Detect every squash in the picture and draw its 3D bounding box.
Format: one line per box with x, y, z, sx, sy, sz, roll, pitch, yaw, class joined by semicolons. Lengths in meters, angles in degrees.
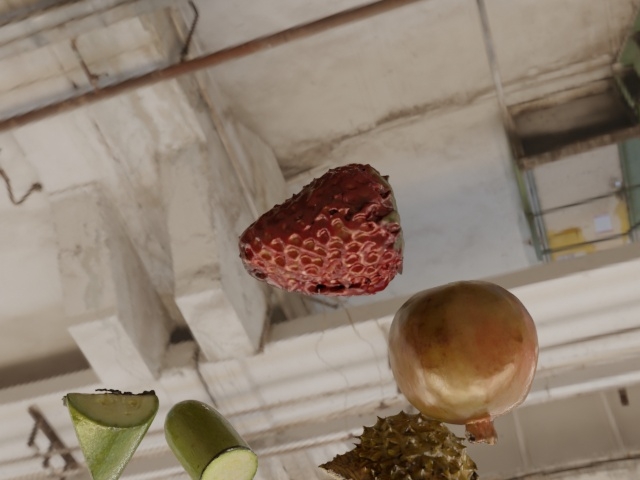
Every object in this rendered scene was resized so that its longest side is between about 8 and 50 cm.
-0.375;0.361;1.333;0.252;0.169;0.093;-57;-134;22;squash
-0.242;0.410;1.690;0.132;0.133;0.247;-34;-140;-18;squash

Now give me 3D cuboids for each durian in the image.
0.175;0.408;1.433;0.305;0.185;0.196;36;-107;8;durian

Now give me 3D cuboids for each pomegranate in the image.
0.238;0.200;1.341;0.228;0.271;0.252;-4;165;-25;pomegranate

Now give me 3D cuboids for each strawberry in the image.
0.000;0.000;1.210;0.244;0.205;0.205;-13;-148;2;strawberry
